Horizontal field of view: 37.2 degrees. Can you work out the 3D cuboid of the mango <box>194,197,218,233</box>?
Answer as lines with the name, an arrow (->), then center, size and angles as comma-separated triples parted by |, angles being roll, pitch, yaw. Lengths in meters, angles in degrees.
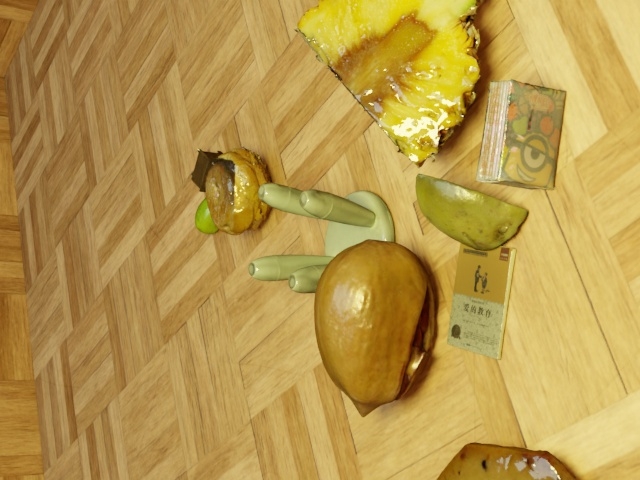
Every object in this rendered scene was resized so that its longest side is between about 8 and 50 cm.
mango -> -0.255, -0.063, 2.215 | 0.108, 0.056, 0.073 | -49, 56, 34

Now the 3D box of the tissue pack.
tissue pack -> 0.290, -0.151, 1.369 | 0.060, 0.108, 0.148 | 11, 94, 58

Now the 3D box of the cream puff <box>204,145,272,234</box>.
cream puff -> -0.168, -0.107, 2.027 | 0.189, 0.129, 0.189 | 14, 107, 57

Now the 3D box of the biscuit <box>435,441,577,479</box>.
biscuit -> 0.273, 0.456, 1.334 | 0.359, 0.046, 0.359 | 2, 92, 49

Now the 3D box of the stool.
stool -> 0.000, 0.000, 1.702 | 0.195, 0.198, 0.195 | 14, 98, 58

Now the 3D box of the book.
book -> 0.249, 0.090, 1.483 | 0.118, 0.012, 0.172 | 11, 95, 55

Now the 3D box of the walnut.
walnut -> 0.082, 0.145, 1.565 | 0.203, 0.203, 0.298 | 24, 109, 55

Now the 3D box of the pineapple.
pineapple -> 0.175, -0.305, 1.553 | 0.286, 0.209, 0.344 | -41, 74, 9

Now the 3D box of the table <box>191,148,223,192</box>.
table -> -0.255, -0.165, 2.214 | 0.082, 0.070, 0.083 | 43, 122, 49

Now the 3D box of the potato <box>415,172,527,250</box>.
potato -> 0.215, -0.039, 1.444 | 0.149, 0.120, 0.081 | 19, 89, 56
